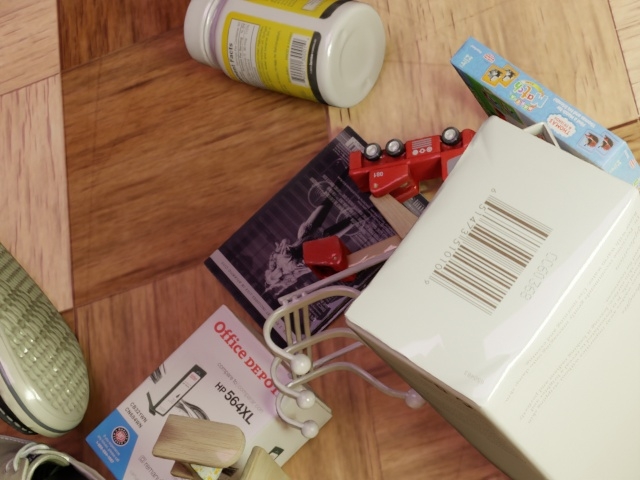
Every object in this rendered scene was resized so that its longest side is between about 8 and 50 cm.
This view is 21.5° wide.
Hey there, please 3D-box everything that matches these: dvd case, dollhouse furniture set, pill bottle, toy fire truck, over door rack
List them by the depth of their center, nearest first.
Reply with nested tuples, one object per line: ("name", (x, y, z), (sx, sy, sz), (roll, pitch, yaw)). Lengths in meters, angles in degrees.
("dollhouse furniture set", (-0.069, 0.312, 1.532), (0.161, 0.212, 0.242), (5, 58, 32))
("over door rack", (0.101, 0.057, 1.558), (0.324, 0.239, 0.108), (-35, 72, -12))
("toy fire truck", (0.078, -0.036, 1.750), (0.192, 0.047, 0.135), (-10, 61, 19))
("dvd case", (0.000, 0.000, 1.808), (0.221, 0.018, 0.164), (-43, 56, -1))
("pill bottle", (-0.043, -0.225, 1.885), (0.208, 0.119, 0.119), (18, 74, 32))

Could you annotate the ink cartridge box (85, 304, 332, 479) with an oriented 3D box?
("ink cartridge box", (-0.113, 0.189, 1.722), (0.203, 0.086, 0.148), (-45, 55, -2))

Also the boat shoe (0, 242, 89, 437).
("boat shoe", (-0.413, 0.076, 1.879), (0.156, 0.187, 0.500), (-49, 49, 2))

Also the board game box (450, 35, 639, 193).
("board game box", (0.234, -0.101, 1.658), (0.039, 0.160, 0.211), (-49, 54, -3))

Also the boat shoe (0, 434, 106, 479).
("boat shoe", (-0.276, 0.253, 1.735), (0.302, 0.094, 0.109), (20, 44, 40))

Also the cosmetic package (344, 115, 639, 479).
("cosmetic package", (0.201, 0.089, 1.439), (0.156, 0.385, 0.217), (32, 80, 33))
